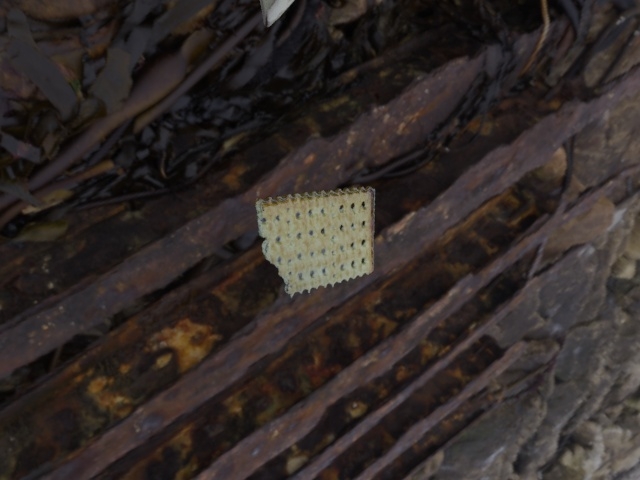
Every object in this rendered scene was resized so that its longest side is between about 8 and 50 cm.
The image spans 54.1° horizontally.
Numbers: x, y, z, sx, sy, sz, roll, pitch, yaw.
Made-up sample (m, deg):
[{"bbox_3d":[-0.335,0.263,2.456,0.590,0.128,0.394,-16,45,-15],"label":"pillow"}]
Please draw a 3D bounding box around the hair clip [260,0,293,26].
[{"bbox_3d":[-0.076,-0.443,0.881,0.113,0.172,0.282,-27,180,-1],"label":"hair clip"}]

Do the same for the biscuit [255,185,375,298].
[{"bbox_3d":[0.001,0.000,0.858,0.203,0.016,0.143,-12,107,-38],"label":"biscuit"}]
